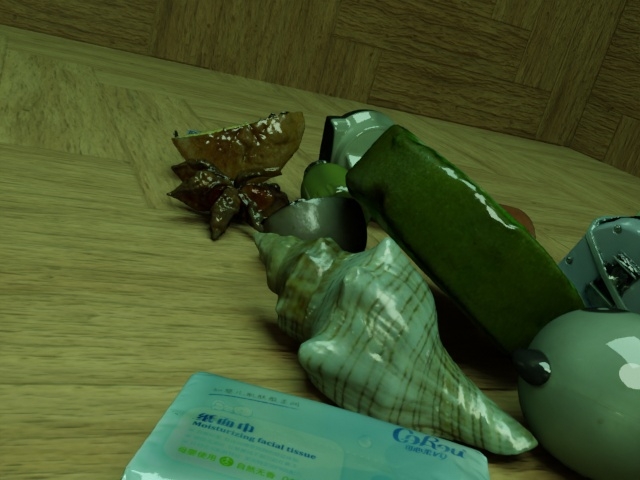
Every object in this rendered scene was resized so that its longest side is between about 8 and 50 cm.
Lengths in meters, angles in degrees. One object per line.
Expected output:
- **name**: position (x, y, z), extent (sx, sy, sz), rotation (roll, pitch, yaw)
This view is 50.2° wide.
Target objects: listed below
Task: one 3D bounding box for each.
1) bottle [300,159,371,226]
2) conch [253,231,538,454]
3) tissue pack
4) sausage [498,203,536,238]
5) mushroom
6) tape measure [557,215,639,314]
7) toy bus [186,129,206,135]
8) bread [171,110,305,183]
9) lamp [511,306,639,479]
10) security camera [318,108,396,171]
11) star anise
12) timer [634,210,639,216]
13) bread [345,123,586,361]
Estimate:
- **bottle**: position (0.018, -0.087, 1.285), extent (0.112, 0.112, 0.260), rotation (11, 19, -14)
- **conch**: position (0.057, 0.091, 0.746), extent (0.203, 0.169, 0.386), rotation (-33, 44, -32)
- **tissue pack**: position (-0.003, 0.195, 0.511), extent (0.263, 0.089, 0.177), rotation (18, 17, 3)
- **sausage**: position (0.323, -0.025, 1.362), extent (0.259, 0.113, 0.113), rotation (4, 22, -32)
- **mushroom**: position (0.000, 0.000, 1.022), extent (0.188, 0.141, 0.117), rotation (9, 49, -54)
- **tape measure**: position (0.480, 0.050, 1.071), extent (0.107, 0.181, 0.182), rotation (-16, 50, -33)
- **toy bus**: position (-0.197, -0.190, 1.480), extent (0.191, 0.064, 0.075), rotation (19, 13, 9)
- **bread**: position (-0.153, -0.172, 1.351), extent (0.260, 0.134, 0.129), rotation (-11, 9, -8)
- **lamp**: position (0.323, 0.163, 0.738), extent (0.198, 0.197, 0.244), rotation (29, 14, 34)
- **security camera**: position (0.131, -0.144, 1.436), extent (0.191, 0.197, 0.277), rotation (-4, 32, -25)
- **star anise**: position (-0.157, -0.077, 1.146), extent (0.196, 0.111, 0.212), rotation (20, 25, 33)
- **timer**: position (0.708, 0.091, 1.176), extent (0.315, 0.290, 0.291), rotation (30, 13, -23)
- **bread**: position (0.198, 0.007, 0.935), extent (0.382, 0.129, 0.366), rotation (47, 6, 10)
